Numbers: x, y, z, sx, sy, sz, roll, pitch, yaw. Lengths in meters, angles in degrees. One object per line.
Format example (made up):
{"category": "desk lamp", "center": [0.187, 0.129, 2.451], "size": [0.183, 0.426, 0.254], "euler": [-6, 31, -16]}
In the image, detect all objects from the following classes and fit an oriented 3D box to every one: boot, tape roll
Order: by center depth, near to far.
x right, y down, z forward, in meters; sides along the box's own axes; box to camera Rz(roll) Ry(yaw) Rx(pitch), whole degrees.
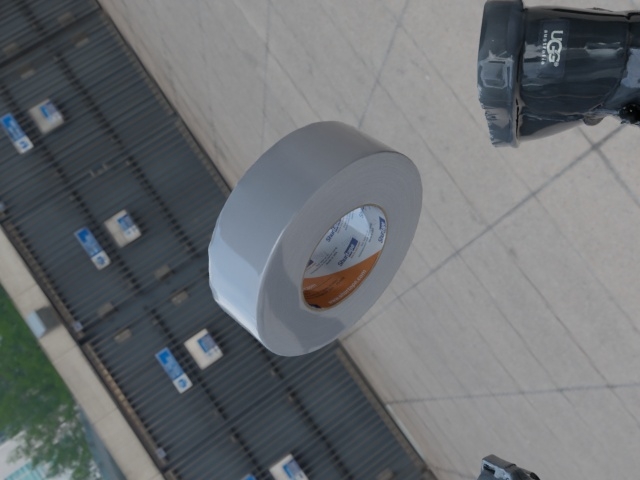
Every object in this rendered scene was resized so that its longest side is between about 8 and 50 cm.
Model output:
{"category": "tape roll", "center": [0.000, 0.000, 0.687], "size": [0.072, 0.219, 0.219], "euler": [36, 160, 32]}
{"category": "boot", "center": [0.412, -0.161, 0.774], "size": [0.367, 0.444, 0.146], "euler": [-19, -67, -71]}

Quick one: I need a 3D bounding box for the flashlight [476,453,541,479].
{"category": "flashlight", "center": [0.282, 0.339, 0.823], "size": [0.103, 0.103, 0.304], "euler": [32, 168, -12]}
